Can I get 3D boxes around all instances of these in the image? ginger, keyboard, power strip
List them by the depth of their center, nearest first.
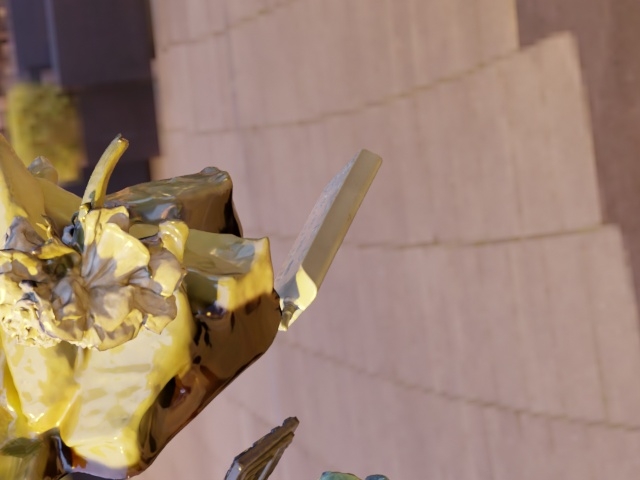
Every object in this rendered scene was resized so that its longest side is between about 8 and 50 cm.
[{"bbox_3d":[-0.064,0.188,1.305,0.013,0.061,0.204,45,143,14],"label":"keyboard"},{"bbox_3d":[-0.238,0.029,1.431,0.358,0.413,0.211,50,160,49],"label":"ginger"},{"bbox_3d":[0.000,0.000,1.579,0.060,0.027,0.253,-46,10,35],"label":"power strip"}]

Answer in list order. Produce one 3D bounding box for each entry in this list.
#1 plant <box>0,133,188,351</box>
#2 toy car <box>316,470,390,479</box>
[{"bbox_3d":[-0.128,0.002,1.052,0.116,0.104,0.122,-17,-62,-68],"label":"plant"},{"bbox_3d":[-0.034,0.326,1.701,0.125,0.306,0.136,44,-147,-24],"label":"toy car"}]
